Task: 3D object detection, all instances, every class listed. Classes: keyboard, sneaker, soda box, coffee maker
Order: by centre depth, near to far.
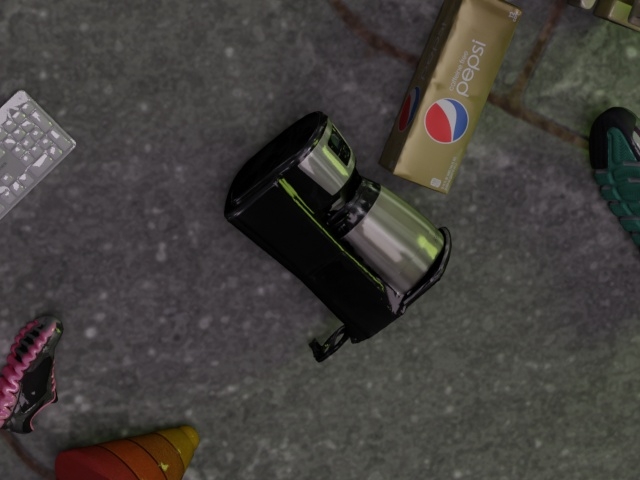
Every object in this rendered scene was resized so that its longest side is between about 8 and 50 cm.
[{"bbox_3d":[-0.330,-0.021,1.496,0.256,0.014,0.072,-44,107,0],"label":"keyboard"},{"bbox_3d":[0.000,0.000,1.515,0.178,0.120,0.171,42,92,-16],"label":"coffee maker"},{"bbox_3d":[-0.257,0.124,1.532,0.057,0.047,0.119,25,100,-31],"label":"sneaker"},{"bbox_3d":[0.117,-0.138,1.539,0.058,0.061,0.181,20,97,-14],"label":"soda box"},{"bbox_3d":[0.333,-0.043,1.610,0.098,0.083,0.223,-37,113,-24],"label":"sneaker"}]

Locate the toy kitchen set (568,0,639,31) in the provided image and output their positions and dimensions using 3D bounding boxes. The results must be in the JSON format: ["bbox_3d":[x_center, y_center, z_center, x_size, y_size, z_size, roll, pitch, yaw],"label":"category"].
[{"bbox_3d":[0.234,-0.269,1.481,0.207,0.166,0.122,19,98,-15],"label":"toy kitchen set"}]

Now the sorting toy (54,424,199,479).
[{"bbox_3d":[-0.111,0.316,1.588,0.126,0.127,0.365,-37,112,-33],"label":"sorting toy"}]
